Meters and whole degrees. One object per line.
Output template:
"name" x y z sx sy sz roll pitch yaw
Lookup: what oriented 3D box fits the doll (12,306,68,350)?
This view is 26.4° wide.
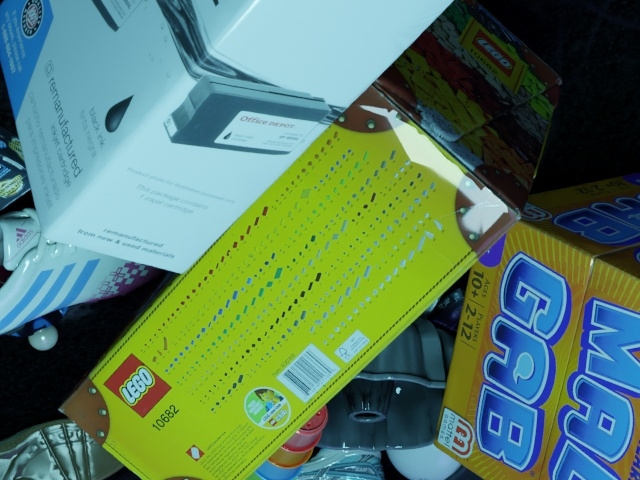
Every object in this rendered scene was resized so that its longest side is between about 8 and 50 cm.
"doll" -0.360 0.076 1.668 0.129 0.046 0.189 -27 149 -13

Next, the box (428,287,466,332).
"box" 0.209 0.106 2.056 0.067 0.018 0.083 -37 144 23

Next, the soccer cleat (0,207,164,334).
"soccer cleat" -0.283 0.010 1.513 0.331 0.116 0.143 -27 150 -16

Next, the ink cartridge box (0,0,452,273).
"ink cartridge box" -0.099 -0.208 1.188 0.166 0.285 0.395 16 131 -42

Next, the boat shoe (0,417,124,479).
"boat shoe" -0.412 0.311 1.950 0.285 0.104 0.089 -11 -176 -7

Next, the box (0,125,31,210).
"box" -0.432 -0.057 1.433 0.220 0.051 0.175 -33 145 17

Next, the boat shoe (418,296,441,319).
"boat shoe" 0.143 0.074 1.937 0.063 0.066 0.184 -15 147 -28

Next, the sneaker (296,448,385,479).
"sneaker" -0.022 0.429 2.297 0.283 0.122 0.110 -26 147 7

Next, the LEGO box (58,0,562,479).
"LEGO box" 0.000 0.000 1.424 0.193 0.372 0.500 41 118 -5

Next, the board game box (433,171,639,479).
"board game box" 0.420 0.153 1.760 0.356 0.356 0.356 -12 121 -41

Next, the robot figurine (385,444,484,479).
"robot figurine" 0.230 0.317 2.238 0.278 0.173 0.209 12 111 -40

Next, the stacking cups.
"stacking cups" -0.062 0.291 1.928 0.096 0.096 0.316 -9 154 -18

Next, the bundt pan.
"bundt pan" 0.067 0.197 1.956 0.331 0.124 0.331 1 153 0
